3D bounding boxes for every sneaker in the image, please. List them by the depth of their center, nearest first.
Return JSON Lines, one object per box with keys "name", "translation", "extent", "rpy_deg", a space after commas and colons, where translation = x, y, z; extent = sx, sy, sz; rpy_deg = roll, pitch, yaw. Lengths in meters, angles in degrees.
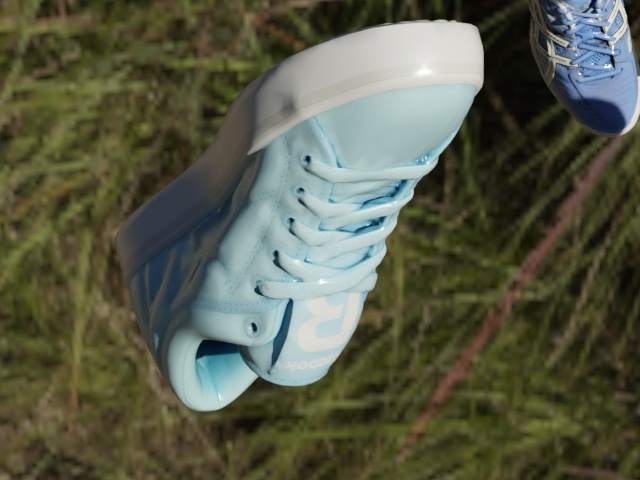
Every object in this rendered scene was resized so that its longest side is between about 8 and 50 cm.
{"name": "sneaker", "translation": [0.000, 0.000, 1.145], "extent": [0.135, 0.366, 0.150], "rpy_deg": [-10, 73, -30]}
{"name": "sneaker", "translation": [0.190, -0.170, 1.473], "extent": [0.080, 0.211, 0.081], "rpy_deg": [-20, 20, 10]}
